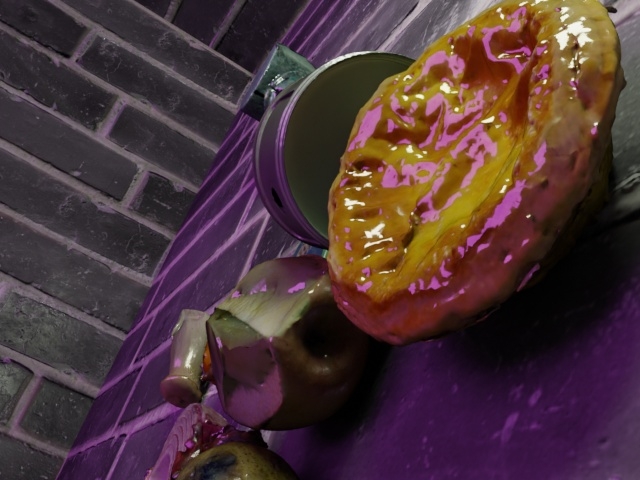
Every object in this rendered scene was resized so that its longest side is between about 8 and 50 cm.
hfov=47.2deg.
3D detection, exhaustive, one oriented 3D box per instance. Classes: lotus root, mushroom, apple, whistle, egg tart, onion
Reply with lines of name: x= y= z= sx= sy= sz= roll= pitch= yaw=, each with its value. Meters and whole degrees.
lotus root: x=-0.086 y=0.280 z=0.739 sx=0.154 sy=0.154 sz=0.278 roll=-54 pitch=16 yaw=21
mushroom: x=-0.260 y=0.222 z=1.477 sx=0.108 sy=0.096 sz=0.247 roll=-31 pitch=28 yaw=16
apple: x=-0.032 y=0.117 z=0.824 sx=0.188 sy=0.174 sz=0.207 roll=9 pitch=67 yaw=52
whistle: x=-0.075 y=-0.417 z=1.883 sx=0.188 sy=0.168 sz=0.404 roll=-46 pitch=21 yaw=43
egg tart: x=0.137 y=-0.056 z=0.637 sx=0.341 sy=0.132 sz=0.341 roll=-40 pitch=33 yaw=33
onion: x=-0.163 y=0.327 z=0.929 sx=0.227 sy=0.120 sz=0.283 roll=-68 pitch=9 yaw=-16

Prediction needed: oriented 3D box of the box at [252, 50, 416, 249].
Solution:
box: x=0.045 y=-0.095 z=0.842 sx=0.226 sy=0.226 sz=0.149 roll=-62 pitch=16 yaw=-5

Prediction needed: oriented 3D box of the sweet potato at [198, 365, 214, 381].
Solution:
sweet potato: x=-0.077 y=0.141 z=1.104 sx=0.269 sy=0.075 sz=0.074 roll=-45 pitch=19 yaw=13

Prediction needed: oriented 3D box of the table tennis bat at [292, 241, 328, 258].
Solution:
table tennis bat: x=0.000 y=0.000 z=1.174 sx=0.257 sy=0.039 sz=0.160 roll=-60 pitch=18 yaw=10

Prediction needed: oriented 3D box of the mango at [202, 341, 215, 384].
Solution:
mango: x=-0.146 y=0.175 z=1.225 sx=0.105 sy=0.084 sz=0.159 roll=-48 pitch=19 yaw=20

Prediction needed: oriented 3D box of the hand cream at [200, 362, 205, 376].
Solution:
hand cream: x=-0.180 y=0.193 z=1.410 sx=0.165 sy=0.037 sz=0.057 roll=-58 pitch=14 yaw=-18
